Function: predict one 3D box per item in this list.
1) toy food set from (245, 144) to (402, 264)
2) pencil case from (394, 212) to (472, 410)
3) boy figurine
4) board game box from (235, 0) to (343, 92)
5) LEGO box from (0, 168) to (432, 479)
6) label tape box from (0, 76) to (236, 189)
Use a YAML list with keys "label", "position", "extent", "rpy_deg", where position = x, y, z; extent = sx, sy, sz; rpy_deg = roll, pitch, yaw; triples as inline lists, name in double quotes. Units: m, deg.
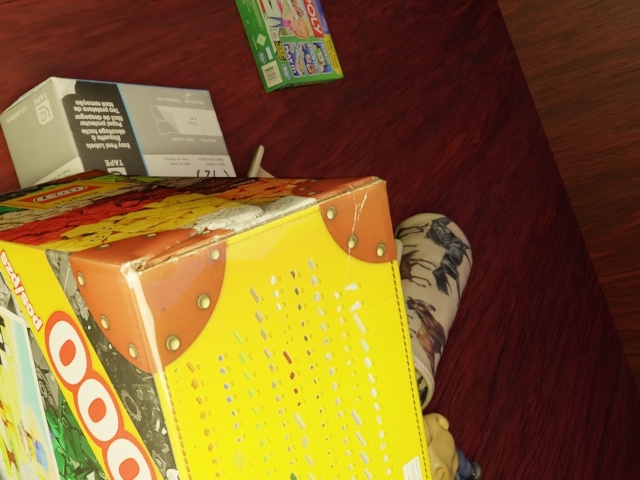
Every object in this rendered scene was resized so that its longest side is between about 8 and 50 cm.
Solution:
- label: "toy food set"
  position: [-0.006, 0.024, 1.161]
  extent: [0.306, 0.092, 0.219]
  rpy_deg: [32, 56, -29]
- label: "pencil case"
  position: [0.159, 0.120, 1.384]
  extent: [0.160, 0.183, 0.410]
  rpy_deg: [36, 41, -6]
- label: "boy figurine"
  position: [0.194, 0.388, 1.384]
  extent: [0.285, 0.092, 0.177]
  rpy_deg: [46, 42, -36]
- label: "board game box"
  position: [-0.073, -0.423, 1.358]
  extent: [0.213, 0.046, 0.317]
  rpy_deg: [-26, 99, -57]
- label: "LEGO box"
  position: [-0.107, 0.205, 0.618]
  extent: [0.193, 0.373, 0.500]
  rpy_deg: [-23, 109, -40]
- label: "label tape box"
  position: [-0.190, -0.004, 0.907]
  extent: [0.249, 0.115, 0.347]
  rpy_deg: [-10, 78, -57]
